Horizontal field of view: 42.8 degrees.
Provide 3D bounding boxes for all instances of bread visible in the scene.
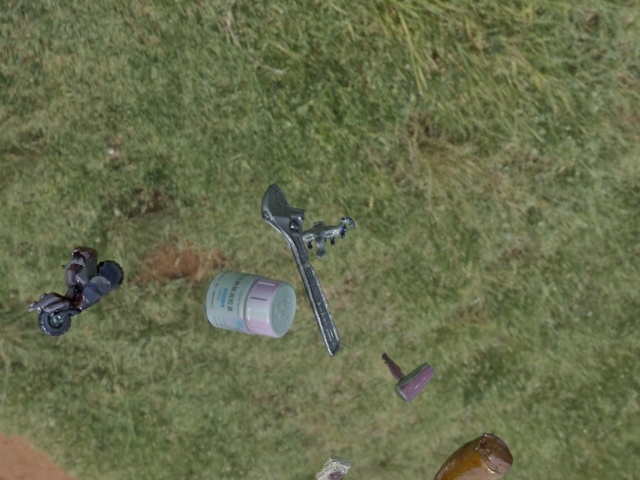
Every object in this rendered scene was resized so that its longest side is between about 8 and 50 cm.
[{"bbox_3d":[0.031,0.590,2.090,0.070,0.035,0.083,30,109,-33],"label":"bread"}]

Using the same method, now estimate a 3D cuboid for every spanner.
[{"bbox_3d":[-0.028,0.053,1.446,0.026,0.326,0.093,-15,-172,43],"label":"spanner"}]

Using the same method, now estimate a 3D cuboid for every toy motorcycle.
[{"bbox_3d":[-0.496,0.093,1.646,0.122,0.213,0.082,53,142,-11],"label":"toy motorcycle"}]

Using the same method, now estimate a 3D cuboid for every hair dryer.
[{"bbox_3d":[0.203,0.326,2.045,0.106,0.154,0.054,-43,135,-12],"label":"hair dryer"}]

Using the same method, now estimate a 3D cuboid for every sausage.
[{"bbox_3d":[0.310,0.515,1.763,0.108,0.109,0.271,-1,139,-25],"label":"sausage"}]

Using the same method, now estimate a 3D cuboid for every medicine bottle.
[{"bbox_3d":[-0.152,0.139,1.785,0.168,0.135,0.135,9,143,26],"label":"medicine bottle"}]

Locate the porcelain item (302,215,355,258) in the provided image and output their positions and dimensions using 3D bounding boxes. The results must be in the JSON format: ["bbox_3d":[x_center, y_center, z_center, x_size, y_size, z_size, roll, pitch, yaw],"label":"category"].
[{"bbox_3d":[0.000,0.000,1.532,0.136,0.075,0.021,-9,157,11],"label":"porcelain item"}]
